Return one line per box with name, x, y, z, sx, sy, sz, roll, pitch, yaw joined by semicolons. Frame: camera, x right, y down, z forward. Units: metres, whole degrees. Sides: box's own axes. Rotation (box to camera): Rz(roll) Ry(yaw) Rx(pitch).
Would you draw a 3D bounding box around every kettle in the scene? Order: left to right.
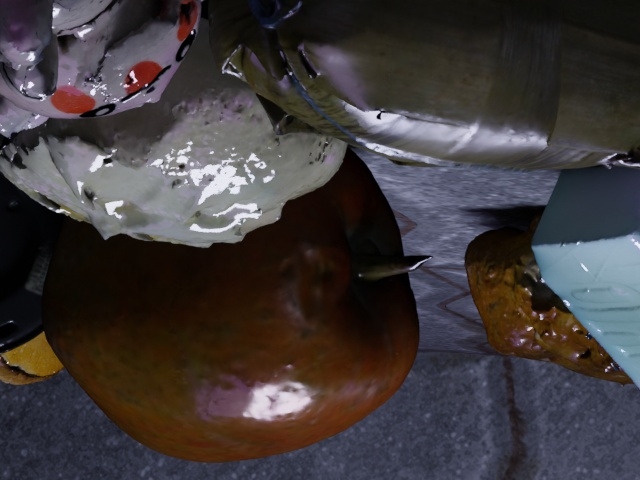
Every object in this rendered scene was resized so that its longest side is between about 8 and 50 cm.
kettle;-0.366;0.005;1.520;0.262;0.203;0.308;-5;178;-26

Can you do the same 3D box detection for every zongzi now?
zongzi;0.017;-0.099;0.914;0.251;0.125;0.274;11;176;-35

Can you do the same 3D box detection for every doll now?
doll;-0.120;-0.120;0.895;0.095;0.149;0.192;46;170;13

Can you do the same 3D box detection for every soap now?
soap;0.274;0.038;1.455;0.145;0.091;0.230;-4;140;50

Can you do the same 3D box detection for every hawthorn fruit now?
hawthorn fruit;-0.048;0.039;1.373;0.301;0.267;0.268;-1;169;33

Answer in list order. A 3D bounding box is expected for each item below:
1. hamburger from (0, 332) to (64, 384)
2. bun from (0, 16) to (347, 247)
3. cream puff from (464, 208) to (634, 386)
hamburger;-0.337;0.067;1.879;0.118;0.191;0.182;-7;137;31
bun;-0.101;-0.067;1.118;0.239;0.141;0.239;8;173;1
cream puff;0.274;0.053;1.676;0.241;0.155;0.269;18;172;-36
